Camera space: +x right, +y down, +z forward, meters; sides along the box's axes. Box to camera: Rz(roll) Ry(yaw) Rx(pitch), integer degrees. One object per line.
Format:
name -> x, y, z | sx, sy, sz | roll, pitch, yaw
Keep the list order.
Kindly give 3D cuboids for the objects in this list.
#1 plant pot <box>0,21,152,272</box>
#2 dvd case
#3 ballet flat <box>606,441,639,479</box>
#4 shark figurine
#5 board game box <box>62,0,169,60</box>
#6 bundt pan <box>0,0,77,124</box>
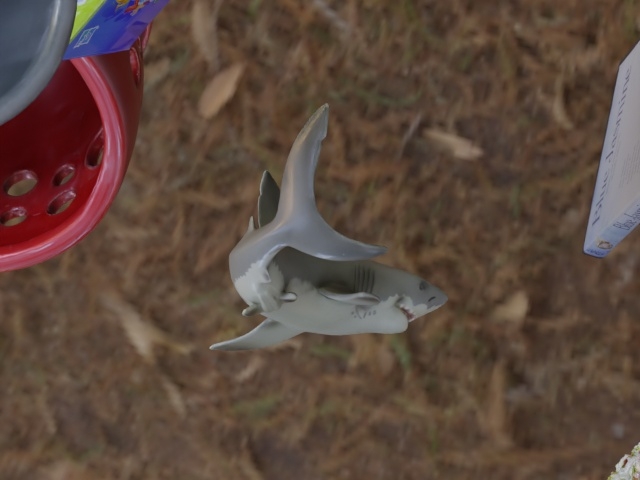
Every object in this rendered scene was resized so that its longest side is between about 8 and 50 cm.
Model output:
plant pot -> -0.188, -0.106, 1.006 | 0.191, 0.174, 0.191 | 1, 128, 2
dvd case -> 0.261, -0.102, 1.434 | 0.022, 0.180, 0.253 | 14, 163, -3
ballet flat -> 0.284, 0.126, 1.158 | 0.241, 0.091, 0.077 | -14, 129, 26
shark figurine -> -0.022, -0.003, 1.233 | 0.166, 0.116, 0.278 | -11, 162, 11
board game box -> -0.146, -0.287, 0.829 | 0.347, 0.078, 0.233 | 47, 111, 7
bundt pan -> -0.225, -0.149, 0.554 | 0.331, 0.331, 0.124 | 46, 147, -21
